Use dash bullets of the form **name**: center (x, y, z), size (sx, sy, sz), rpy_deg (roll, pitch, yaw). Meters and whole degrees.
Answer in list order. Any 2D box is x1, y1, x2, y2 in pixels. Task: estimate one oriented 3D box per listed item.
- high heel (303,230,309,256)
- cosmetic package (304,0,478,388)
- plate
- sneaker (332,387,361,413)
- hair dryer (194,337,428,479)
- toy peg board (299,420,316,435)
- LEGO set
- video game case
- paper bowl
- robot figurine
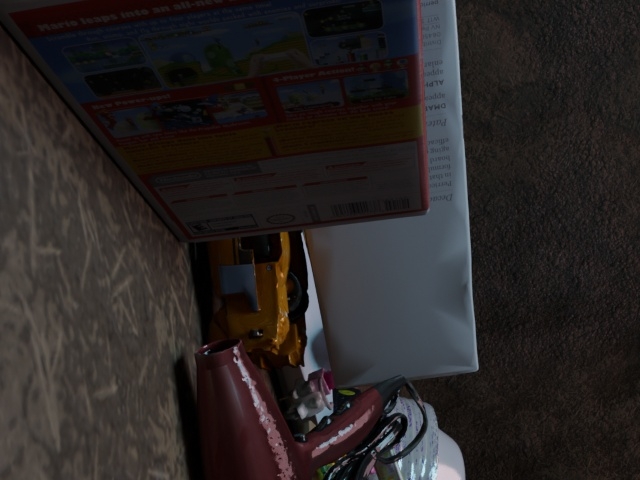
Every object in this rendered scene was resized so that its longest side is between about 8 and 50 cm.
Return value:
- **high heel**: center (0.000, 0.000, 1.279), size (0.261, 0.093, 0.186), rpy_deg (-69, 151, -70)
- **cosmetic package**: center (0.054, -0.070, 0.731), size (0.217, 0.156, 0.385), rpy_deg (-93, 173, -61)
- **plate**: center (-0.025, 0.153, 1.025), size (0.277, 0.045, 0.278), rpy_deg (-92, 171, -57)
- **sneaker**: center (0.034, 0.316, 1.302), size (0.209, 0.069, 0.082), rpy_deg (-61, 157, -82)
- **hair dryer**: center (-0.014, 0.178, 0.615), size (0.293, 0.080, 0.223), rpy_deg (48, 43, -38)
- **toy peg board**: center (-0.009, 0.326, 0.853), size (0.160, 0.079, 0.161), rpy_deg (56, 20, -38)
- **LEGO set**: center (0.058, 0.276, 0.794), size (0.287, 0.107, 0.132), rpy_deg (64, 17, -18)
- **video game case**: center (-0.036, -0.075, 0.464), size (0.285, 0.204, 0.025), rpy_deg (69, 16, -65)
- **paper bowl**: center (0.113, 0.374, 1.071), size (0.284, 0.148, 0.284), rpy_deg (-166, -90, -86)
- **robot figurine**: center (-0.065, -0.027, 0.709), size (0.211, 0.085, 0.291), rpy_deg (64, 18, -72)
